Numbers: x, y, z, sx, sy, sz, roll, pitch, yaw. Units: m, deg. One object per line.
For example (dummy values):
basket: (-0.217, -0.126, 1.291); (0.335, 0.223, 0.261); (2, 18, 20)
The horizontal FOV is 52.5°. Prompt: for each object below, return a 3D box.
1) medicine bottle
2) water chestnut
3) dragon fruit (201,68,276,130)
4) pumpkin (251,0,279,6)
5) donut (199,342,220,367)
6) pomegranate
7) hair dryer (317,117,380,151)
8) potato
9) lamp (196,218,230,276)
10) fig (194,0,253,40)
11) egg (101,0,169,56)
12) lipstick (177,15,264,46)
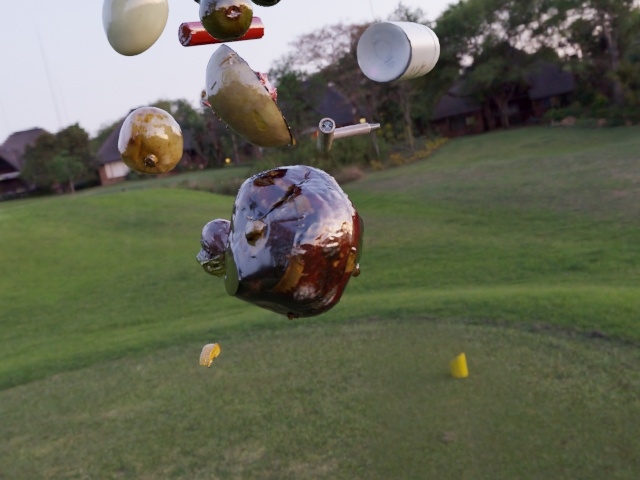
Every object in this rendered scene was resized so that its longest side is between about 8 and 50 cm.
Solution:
medicine bottle: (0.268, -0.631, 2.166); (0.190, 0.190, 0.332); (-8, 12, 29)
water chestnut: (-0.035, 0.010, 1.387); (0.347, 0.335, 0.335); (14, -10, -35)
dragon fruit: (-0.254, -0.449, 2.024); (0.268, 0.205, 0.210); (-5, -34, -47)
pumpkin: (-0.194, -0.960, 2.350); (0.162, 0.220, 0.220); (8, -1, -19)
donut: (-0.303, 0.313, 1.760); (0.038, 0.067, 0.083); (7, 53, 8)
pomegranate: (-0.545, -0.309, 2.071); (0.215, 0.215, 0.215); (-11, 6, 1)
hair dryer: (0.098, -0.363, 2.142); (0.220, 0.054, 0.195); (-13, -9, -4)
potato: (-0.164, -0.284, 1.358); (0.100, 0.261, 0.120); (-38, 10, -12)
lamp: (-0.242, 0.026, 1.619); (0.135, 0.156, 0.157); (-38, -2, -7)
fig: (-0.244, -0.530, 1.503); (0.124, 0.124, 0.236); (-15, 27, -29)
egg: (-0.554, -0.674, 1.935); (0.188, 0.254, 0.188); (14, -3, 1)
lipstick: (-0.285, -0.608, 1.885); (0.279, 0.073, 0.073); (-23, 12, -41)
